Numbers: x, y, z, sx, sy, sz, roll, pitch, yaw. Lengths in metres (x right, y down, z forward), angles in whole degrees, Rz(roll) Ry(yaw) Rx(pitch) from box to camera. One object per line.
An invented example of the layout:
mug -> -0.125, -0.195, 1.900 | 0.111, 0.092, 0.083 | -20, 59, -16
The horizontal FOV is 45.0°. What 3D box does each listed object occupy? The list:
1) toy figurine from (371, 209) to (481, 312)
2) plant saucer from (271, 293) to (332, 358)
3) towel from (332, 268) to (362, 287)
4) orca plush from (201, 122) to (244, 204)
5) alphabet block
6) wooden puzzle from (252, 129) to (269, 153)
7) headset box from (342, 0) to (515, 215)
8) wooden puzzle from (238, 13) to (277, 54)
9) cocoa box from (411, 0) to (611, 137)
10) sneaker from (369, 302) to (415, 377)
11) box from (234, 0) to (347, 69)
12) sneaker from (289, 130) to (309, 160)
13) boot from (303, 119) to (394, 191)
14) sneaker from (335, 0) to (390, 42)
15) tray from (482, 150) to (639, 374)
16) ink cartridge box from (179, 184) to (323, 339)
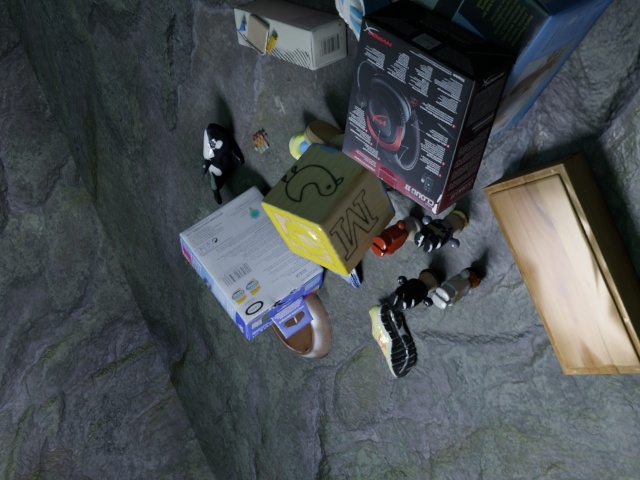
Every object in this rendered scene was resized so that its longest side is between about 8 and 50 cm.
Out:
toy figurine -> 0.242, 0.044, 1.710 | 0.209, 0.148, 0.213 | -11, 102, 50
plant saucer -> -0.083, 0.235, 2.370 | 0.310, 0.050, 0.311 | 32, 136, 37
towel -> 0.000, 0.000, 2.001 | 0.209, 0.034, 0.285 | 33, 161, 36
orca plush -> -0.277, -0.219, 2.253 | 0.102, 0.151, 0.287 | 16, 130, 8
alphabet block -> 0.021, -0.071, 1.727 | 0.192, 0.197, 0.193 | 22, 154, 39
wooden puzzle -> -0.165, -0.273, 2.142 | 0.083, 0.006, 0.049 | -28, 90, 57
headset box -> 0.158, -0.200, 1.240 | 0.218, 0.110, 0.293 | 37, 142, 27
wooden puzzle -> -0.141, -0.469, 1.761 | 0.116, 0.014, 0.079 | 48, 142, 19
cocoa box -> 0.279, -0.347, 1.279 | 0.228, 0.231, 0.347 | 49, 146, 15
sneaker -> 0.181, 0.256, 2.008 | 0.094, 0.081, 0.209 | 2, 109, 61
box -> -0.071, -0.479, 1.769 | 0.275, 0.113, 0.094 | 30, 137, 41
sneaker -> -0.004, -0.156, 1.935 | 0.126, 0.091, 0.240 | 11, 128, 42
boot -> 0.082, -0.251, 1.736 | 0.262, 0.095, 0.204 | 37, 141, 23
sneaker -> 0.089, -0.469, 1.592 | 0.092, 0.087, 0.229 | -9, 99, 62
tray -> 0.476, 0.055, 1.455 | 0.202, 0.076, 0.411 | -17, 98, 56
ink cartridge box -> -0.176, 0.084, 2.162 | 0.395, 0.270, 0.151 | 50, 163, 18
